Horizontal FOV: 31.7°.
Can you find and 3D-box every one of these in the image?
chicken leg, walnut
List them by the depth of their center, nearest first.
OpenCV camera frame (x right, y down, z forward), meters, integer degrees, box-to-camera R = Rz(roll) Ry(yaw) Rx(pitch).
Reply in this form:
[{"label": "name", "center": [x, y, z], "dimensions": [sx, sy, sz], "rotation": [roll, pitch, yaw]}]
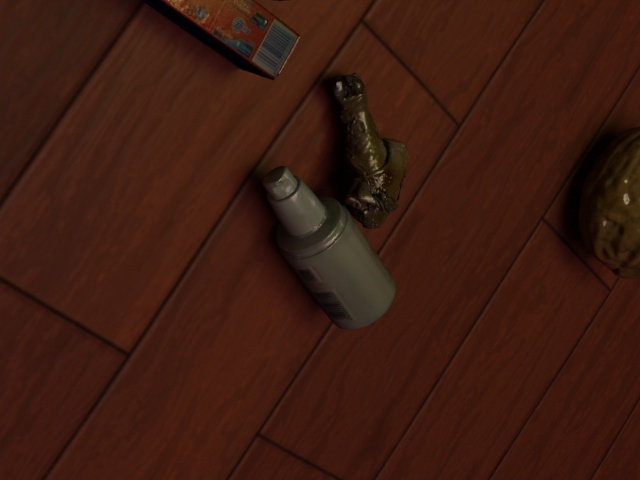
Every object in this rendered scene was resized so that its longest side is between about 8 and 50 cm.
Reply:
[{"label": "chicken leg", "center": [0.061, -0.112, 1.419], "dimensions": [0.125, 0.080, 0.196], "rotation": [-14, 99, -70]}, {"label": "walnut", "center": [0.494, -0.060, 1.718], "dimensions": [0.198, 0.198, 0.245], "rotation": [14, 108, -41]}]

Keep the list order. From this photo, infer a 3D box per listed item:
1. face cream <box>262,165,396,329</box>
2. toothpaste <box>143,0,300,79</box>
[{"label": "face cream", "center": [0.000, 0.000, 1.407], "dimensions": [0.101, 0.101, 0.251], "rotation": [-46, 129, -15]}, {"label": "toothpaste", "center": [-0.160, -0.275, 1.188], "dimensions": [0.320, 0.076, 0.066], "rotation": [31, 87, -42]}]
